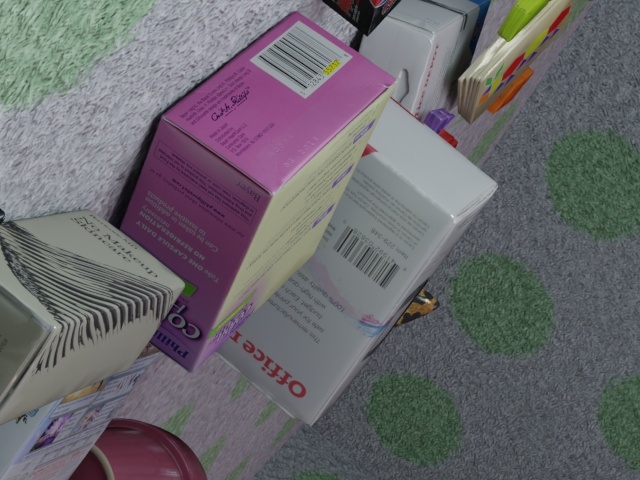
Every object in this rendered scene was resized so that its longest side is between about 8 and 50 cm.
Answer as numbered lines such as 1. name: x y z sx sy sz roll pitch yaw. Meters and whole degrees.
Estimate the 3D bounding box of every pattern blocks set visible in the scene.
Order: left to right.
1. pattern blocks set: 0.215 -0.212 1.859 0.325 0.026 0.285 -43 168 -21

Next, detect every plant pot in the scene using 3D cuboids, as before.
1. plant pot: -0.243 0.286 1.813 0.201 0.201 0.180 -52 156 1

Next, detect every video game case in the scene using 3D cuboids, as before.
1. video game case: -0.252 0.158 1.582 0.244 0.061 0.269 -52 172 8

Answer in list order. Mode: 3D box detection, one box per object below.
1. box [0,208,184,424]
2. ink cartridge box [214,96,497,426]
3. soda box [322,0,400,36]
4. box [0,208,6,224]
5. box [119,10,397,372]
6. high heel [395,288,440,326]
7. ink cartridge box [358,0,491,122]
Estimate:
1. box: -0.203 0.050 1.209 0.094 0.113 0.275 -55 173 12
2. ink cartridge box: 0.000 0.000 1.710 0.306 0.226 0.131 -55 170 32
3. soda box: 0.046 -0.247 1.461 0.053 0.060 0.169 -48 172 -17
4. box: -0.284 0.045 0.940 0.175 0.051 0.220 -53 172 12
5. box: -0.068 -0.044 1.476 0.213 0.117 0.243 -45 166 -45
6. high heel: 0.011 0.082 2.096 0.186 0.261 0.093 -33 127 -76
7. ink cartridge box: 0.106 -0.198 1.836 0.191 0.082 0.139 -36 146 -59
